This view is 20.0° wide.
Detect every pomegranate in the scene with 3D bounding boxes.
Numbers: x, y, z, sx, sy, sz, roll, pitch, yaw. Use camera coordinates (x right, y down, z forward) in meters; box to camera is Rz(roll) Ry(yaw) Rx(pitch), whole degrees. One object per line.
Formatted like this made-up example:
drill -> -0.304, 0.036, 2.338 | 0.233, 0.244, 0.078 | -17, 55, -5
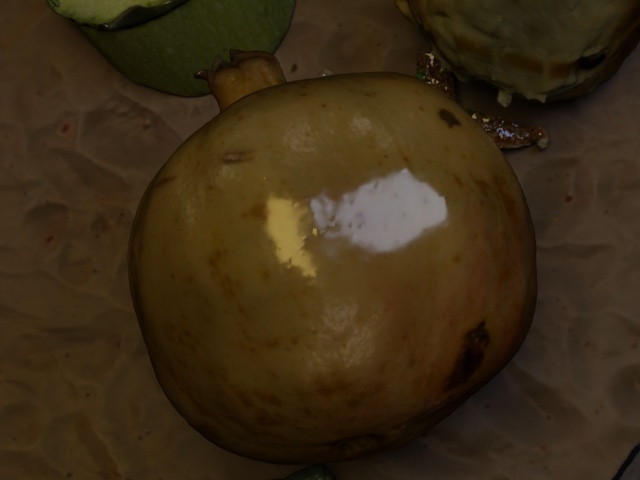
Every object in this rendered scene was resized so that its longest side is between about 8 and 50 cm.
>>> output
pomegranate -> 0.000, 0.000, 1.408 | 0.342, 0.342, 0.342 | -3, 73, 8

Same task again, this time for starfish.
starfish -> 0.093, -0.095, 1.576 | 0.210, 0.053, 0.150 | 2, 86, 5

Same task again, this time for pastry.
pastry -> 0.164, -0.240, 1.483 | 0.237, 0.170, 0.256 | 35, 124, 9

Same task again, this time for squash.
squash -> -0.136, -0.251, 1.637 | 0.220, 0.133, 0.220 | -10, 61, 19

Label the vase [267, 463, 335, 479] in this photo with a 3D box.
vase -> -0.081, 0.243, 1.487 | 0.211, 0.060, 0.060 | -29, 71, -2
